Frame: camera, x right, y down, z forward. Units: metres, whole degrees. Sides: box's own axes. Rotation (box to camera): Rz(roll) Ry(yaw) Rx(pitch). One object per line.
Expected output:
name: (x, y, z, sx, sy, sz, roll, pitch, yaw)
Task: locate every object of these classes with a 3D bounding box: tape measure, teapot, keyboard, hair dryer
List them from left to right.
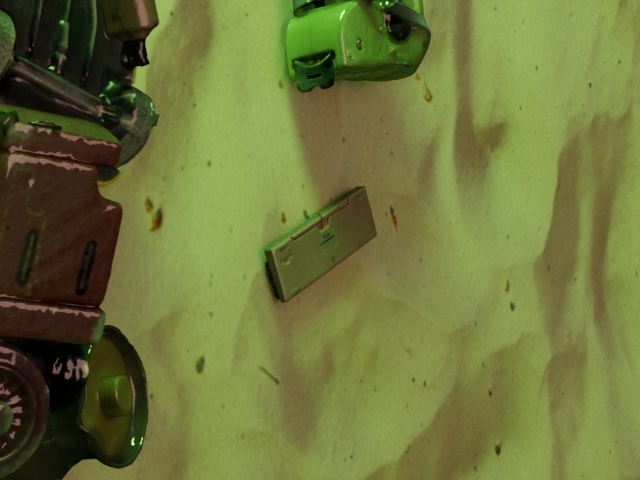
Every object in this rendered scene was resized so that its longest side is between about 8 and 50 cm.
teapot: (-0.180, 0.105, 1.160, 0.166, 0.119, 0.130, -32, 114, -70)
hair dryer: (-0.132, -0.201, 1.105, 0.117, 0.064, 0.181, -16, 98, -52)
keyboard: (0.000, 0.000, 1.531, 0.166, 0.017, 0.055, -35, 116, -52)
tape measure: (0.038, -0.214, 1.571, 0.177, 0.087, 0.154, -7, 87, -57)

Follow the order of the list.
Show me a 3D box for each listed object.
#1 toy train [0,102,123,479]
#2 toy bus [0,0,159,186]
toy train: (-0.263, 0.018, 0.972, 0.304, 0.150, 0.221, 8, 96, -37)
toy bus: (-0.200, -0.191, 1.178, 0.144, 0.152, 0.330, 28, 58, -42)
